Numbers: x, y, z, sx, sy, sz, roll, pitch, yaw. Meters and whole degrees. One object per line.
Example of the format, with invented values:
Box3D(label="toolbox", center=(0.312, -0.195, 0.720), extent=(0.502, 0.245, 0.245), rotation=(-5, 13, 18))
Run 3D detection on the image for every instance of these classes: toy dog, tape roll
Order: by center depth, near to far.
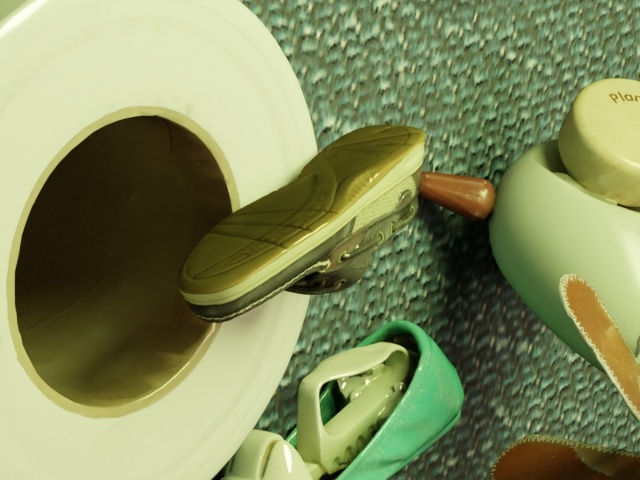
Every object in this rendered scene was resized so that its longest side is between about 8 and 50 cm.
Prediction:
Box3D(label="tape roll", center=(-0.140, -0.006, 0.846), extent=(0.246, 0.169, 0.246), rotation=(-18, 115, -46))
Box3D(label="toy dog", center=(0.149, 0.048, 1.145), extent=(0.161, 0.333, 0.220), rotation=(2, 120, -13))

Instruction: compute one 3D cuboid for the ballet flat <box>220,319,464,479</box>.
Box3D(label="ballet flat", center=(-0.008, 0.127, 1.116), extent=(0.247, 0.083, 0.087), rotation=(-44, 118, -38))

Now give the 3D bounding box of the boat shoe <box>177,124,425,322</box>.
Box3D(label="boat shoe", center=(0.000, 0.000, 0.836), extent=(0.152, 0.056, 0.049), rotation=(-36, 121, -40))
